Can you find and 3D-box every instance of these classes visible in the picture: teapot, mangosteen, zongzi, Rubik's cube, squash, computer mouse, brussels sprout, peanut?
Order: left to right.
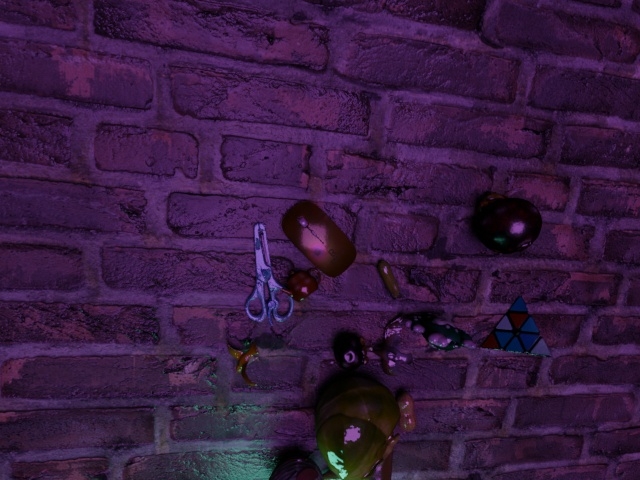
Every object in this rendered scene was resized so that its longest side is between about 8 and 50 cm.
[{"bbox_3d":[-0.070,0.153,1.453,0.173,0.116,0.116,-31,109,-32],"label":"teapot"},{"bbox_3d":[0.000,0.000,1.446,0.158,0.072,0.310,-44,106,-2],"label":"computer mouse"},{"bbox_3d":[0.119,0.702,1.527,0.315,0.276,0.371,19,93,-31],"label":"brussels sprout"},{"bbox_3d":[0.126,0.424,1.533,0.152,0.137,0.137,-5,104,-2],"label":"mangosteen"},{"bbox_3d":[0.147,0.883,1.658,0.300,0.145,0.273,4,89,9],"label":"zongzi"},{"bbox_3d":[0.267,0.156,1.549,0.052,0.052,0.183,-27,110,-5],"label":"squash"},{"bbox_3d":[0.356,0.716,1.671,0.089,0.089,0.192,-13,105,-9],"label":"peanut"},{"bbox_3d":[0.695,-0.079,1.519,0.228,0.228,0.265,-19,65,-7],"label":"mangosteen"},{"bbox_3d":[0.822,0.424,1.631,0.250,0.234,0.284,-20,106,-7],"label":"Rubik's cube"}]

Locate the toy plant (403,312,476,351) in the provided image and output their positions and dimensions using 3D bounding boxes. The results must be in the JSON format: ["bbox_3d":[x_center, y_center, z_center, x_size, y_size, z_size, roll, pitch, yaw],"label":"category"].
[{"bbox_3d":[0.451,0.350,1.527,0.233,0.243,0.112,8,102,-41],"label":"toy plant"}]

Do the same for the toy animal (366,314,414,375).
[{"bbox_3d":[0.259,0.430,1.568,0.197,0.160,0.272,4,94,-11],"label":"toy animal"}]

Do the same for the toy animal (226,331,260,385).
[{"bbox_3d":[-0.267,0.449,1.481,0.095,0.219,0.155,-24,144,-23],"label":"toy animal"}]

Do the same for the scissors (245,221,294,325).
[{"bbox_3d":[-0.195,0.126,1.451,0.180,0.032,0.392,-7,103,-11],"label":"scissors"}]

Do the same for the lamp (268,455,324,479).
[{"bbox_3d":[-0.095,0.976,1.561,0.233,0.233,0.265,40,87,-17],"label":"lamp"}]
